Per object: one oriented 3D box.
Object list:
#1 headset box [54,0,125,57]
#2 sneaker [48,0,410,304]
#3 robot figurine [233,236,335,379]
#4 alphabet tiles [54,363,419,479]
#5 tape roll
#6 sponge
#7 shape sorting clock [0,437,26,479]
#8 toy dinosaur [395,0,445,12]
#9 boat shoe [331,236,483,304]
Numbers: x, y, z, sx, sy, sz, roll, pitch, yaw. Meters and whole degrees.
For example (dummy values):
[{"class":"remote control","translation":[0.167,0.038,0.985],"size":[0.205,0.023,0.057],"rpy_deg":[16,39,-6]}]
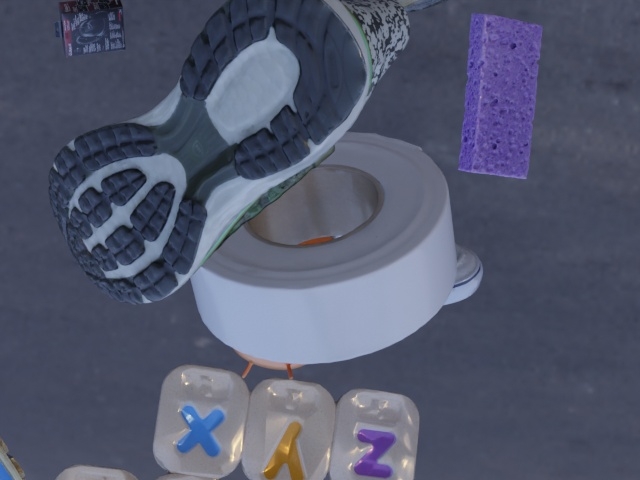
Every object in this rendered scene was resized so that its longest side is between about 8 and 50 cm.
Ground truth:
[{"class":"headset box","translation":[-0.283,-0.261,1.703],"size":[0.083,0.032,0.062],"rpy_deg":[-9,130,-13]},{"class":"sneaker","translation":[-0.068,-0.076,1.160],"size":[0.410,0.158,0.182],"rpy_deg":[-32,175,40]},{"class":"robot figurine","translation":[-0.044,0.061,1.692],"size":[0.158,0.219,0.128],"rpy_deg":[11,167,2]},{"class":"alphabet tiles","translation":[-0.034,0.224,0.872],"size":[0.284,0.278,0.021],"rpy_deg":[8,167,-10]},{"class":"tape roll","translation":[0.000,0.000,1.459],"size":[0.286,0.286,0.100],"rpy_deg":[3,127,19]},{"class":"sponge","translation":[0.239,-0.190,1.854],"size":[0.117,0.210,0.031],"rpy_deg":[1,-175,-43]},{"class":"shape sorting clock","translation":[-0.419,0.244,1.728],"size":[0.206,0.040,0.206],"rpy_deg":[48,161,22]},{"class":"toy dinosaur","translation":[0.165,-0.319,1.588],"size":[0.268,0.064,0.118],"rpy_deg":[-15,132,9]},{"class":"boat shoe","translation":[0.055,-0.020,1.988],"size":[0.367,0.136,0.156],"rpy_deg":[14,131,14]}]
